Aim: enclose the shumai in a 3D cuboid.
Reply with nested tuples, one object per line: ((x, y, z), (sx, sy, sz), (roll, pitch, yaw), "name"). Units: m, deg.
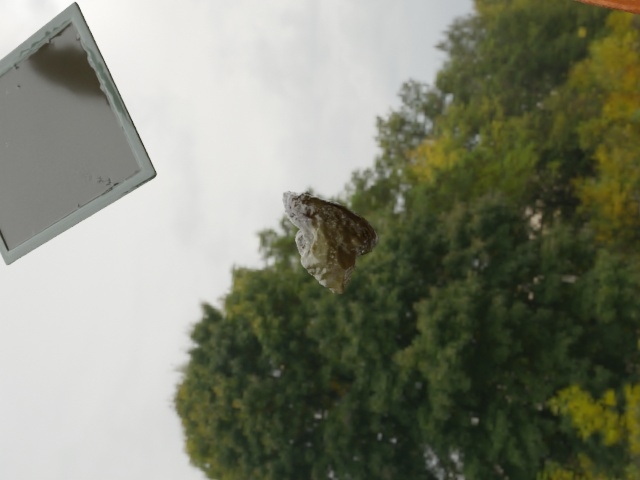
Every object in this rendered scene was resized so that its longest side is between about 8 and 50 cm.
((0.000, -0.011, 1.199), (0.105, 0.123, 0.139), (-46, -43, -20), "shumai")

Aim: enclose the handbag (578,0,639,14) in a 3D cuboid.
((0.313, -0.379, 1.019), (0.116, 0.410, 0.303), (-65, -19, -18), "handbag")

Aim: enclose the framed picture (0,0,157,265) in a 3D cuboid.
((-0.347, -0.125, 1.192), (0.019, 0.296, 0.232), (-23, -92, -59), "framed picture")
